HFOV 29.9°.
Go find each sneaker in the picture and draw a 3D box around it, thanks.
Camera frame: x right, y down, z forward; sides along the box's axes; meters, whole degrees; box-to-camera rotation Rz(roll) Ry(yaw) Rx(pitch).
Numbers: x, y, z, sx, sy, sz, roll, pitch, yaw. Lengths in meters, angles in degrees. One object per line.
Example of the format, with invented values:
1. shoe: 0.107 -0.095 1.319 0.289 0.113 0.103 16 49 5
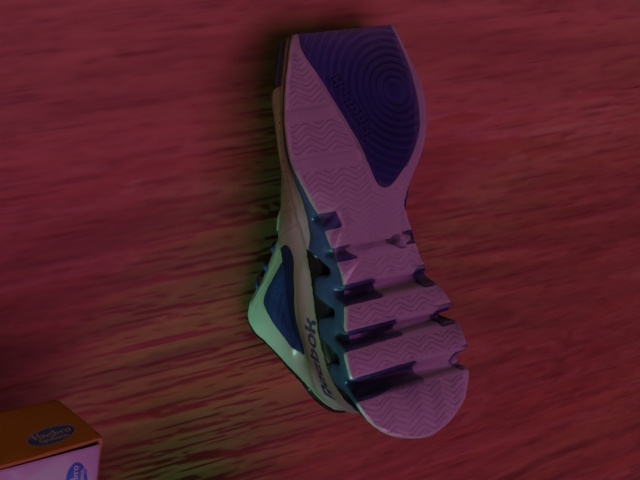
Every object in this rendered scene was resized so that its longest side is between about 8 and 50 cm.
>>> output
1. sneaker: 0.000 0.001 0.942 0.127 0.182 0.316 -7 84 -30

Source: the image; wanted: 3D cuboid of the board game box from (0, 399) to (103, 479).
1. board game box: -0.293 0.244 0.728 0.316 0.064 0.242 -8 115 -41
